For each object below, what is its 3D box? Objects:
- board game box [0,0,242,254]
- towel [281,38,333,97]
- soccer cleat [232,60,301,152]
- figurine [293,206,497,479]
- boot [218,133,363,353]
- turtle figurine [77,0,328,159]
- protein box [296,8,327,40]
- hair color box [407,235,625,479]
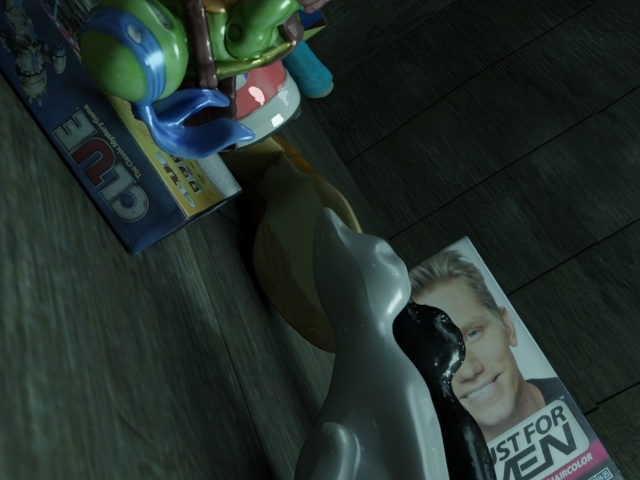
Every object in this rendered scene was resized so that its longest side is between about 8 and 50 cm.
[{"bbox_3d":[-0.150,-0.116,0.405,0.243,0.042,0.165,57,9,-6],"label":"board game box"},{"bbox_3d":[-0.154,-0.310,0.693,0.271,0.040,0.370,27,-10,34],"label":"towel"},{"bbox_3d":[-0.112,-0.195,0.578,0.116,0.109,0.318,58,-1,-37],"label":"soccer cleat"},{"bbox_3d":[0.052,0.103,0.402,0.215,0.092,0.209,46,34,-51],"label":"figurine"},{"bbox_3d":[-0.001,0.000,0.628,0.295,0.104,0.211,58,8,28],"label":"boot"},{"bbox_3d":[-0.043,-0.209,0.337,0.266,0.198,0.274,-49,118,-47],"label":"turtle figurine"},{"bbox_3d":[-0.131,-0.411,1.030,0.201,0.200,0.136,58,8,4],"label":"protein box"},{"bbox_3d":[0.193,0.189,0.756,0.347,0.174,0.105,59,-5,10],"label":"hair color box"}]
